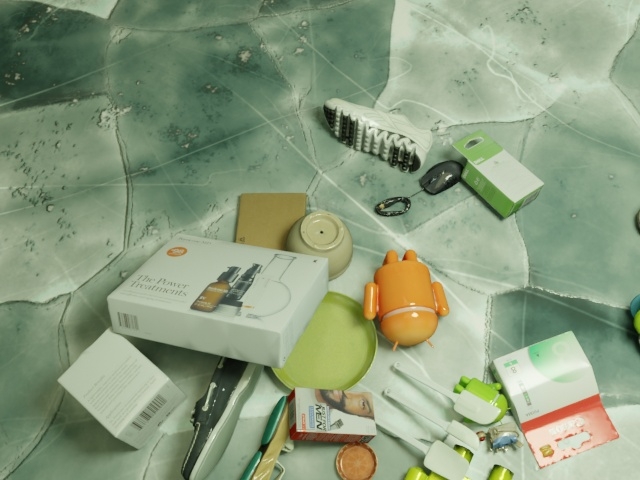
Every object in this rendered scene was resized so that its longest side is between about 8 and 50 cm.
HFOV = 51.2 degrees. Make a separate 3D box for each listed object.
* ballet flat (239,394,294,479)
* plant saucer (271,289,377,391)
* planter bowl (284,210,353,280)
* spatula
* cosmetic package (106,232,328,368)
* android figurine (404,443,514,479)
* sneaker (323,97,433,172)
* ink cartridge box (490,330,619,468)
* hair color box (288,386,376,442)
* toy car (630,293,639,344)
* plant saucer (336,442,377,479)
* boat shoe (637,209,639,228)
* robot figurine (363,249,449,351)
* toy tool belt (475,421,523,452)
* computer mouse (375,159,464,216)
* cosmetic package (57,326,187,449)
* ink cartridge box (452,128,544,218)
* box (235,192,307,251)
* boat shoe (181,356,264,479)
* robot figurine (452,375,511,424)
[{"bbox_3d":[-0.097,0.431,1.353,0.073,0.080,0.232,31,71,-11],"label":"ballet flat"},{"bbox_3d":[0.004,0.226,1.454,0.241,0.037,0.241,-3,63,5],"label":"plant saucer"},{"bbox_3d":[0.000,0.000,1.512,0.162,0.109,0.162,2,64,-4],"label":"planter bowl"},{"bbox_3d":[0.213,0.352,1.335,0.242,0.019,0.168,24,77,34],"label":"spatula"},{"bbox_3d":[-0.203,0.112,1.405,0.377,0.097,0.284,9,29,16],"label":"cosmetic package"},{"bbox_3d":[0.258,0.537,1.264,0.248,0.056,0.273,26,67,17],"label":"android figurine"},{"bbox_3d":[0.143,-0.279,1.663,0.292,0.110,0.118,30,62,10],"label":"sneaker"},{"bbox_3d":[0.475,0.318,1.353,0.181,0.056,0.225,-20,62,-4],"label":"ink cartridge box"},{"bbox_3d":[0.023,0.351,1.340,0.167,0.053,0.093,8,53,-18],"label":"hair color box"},{"bbox_3d":[0.727,0.145,1.377,0.182,0.159,0.136,-9,28,2],"label":"toy car"},{"bbox_3d":[0.074,0.449,1.348,0.083,0.013,0.083,-2,64,5],"label":"plant saucer"},{"bbox_3d":[0.890,-0.065,1.457,0.355,0.130,0.132,-7,63,2],"label":"boat shoe"},{"bbox_3d":[0.180,0.130,1.434,0.128,0.158,0.219,-29,55,37],"label":"robot figurine"},{"bbox_3d":[0.355,0.396,1.325,0.083,0.052,0.051,-15,55,-1],"label":"toy tool belt"},{"bbox_3d":[0.240,-0.127,1.605,0.242,0.041,0.071,-30,65,-9],"label":"computer mouse"},{"bbox_3d":[-0.407,0.308,1.389,0.183,0.151,0.151,36,72,20],"label":"cosmetic package"},{"bbox_3d":[0.409,-0.160,1.579,0.109,0.062,0.209,-30,64,-27],"label":"ink cartridge box"},{"bbox_3d":[-0.119,-0.024,1.599,0.164,0.021,0.201,0,63,5],"label":"box"},{"bbox_3d":[-0.215,0.352,1.377,0.091,0.114,0.302,19,55,14],"label":"boat shoe"},{"bbox_3d":[0.326,0.324,1.353,0.115,0.067,0.101,30,56,22],"label":"robot figurine"}]
